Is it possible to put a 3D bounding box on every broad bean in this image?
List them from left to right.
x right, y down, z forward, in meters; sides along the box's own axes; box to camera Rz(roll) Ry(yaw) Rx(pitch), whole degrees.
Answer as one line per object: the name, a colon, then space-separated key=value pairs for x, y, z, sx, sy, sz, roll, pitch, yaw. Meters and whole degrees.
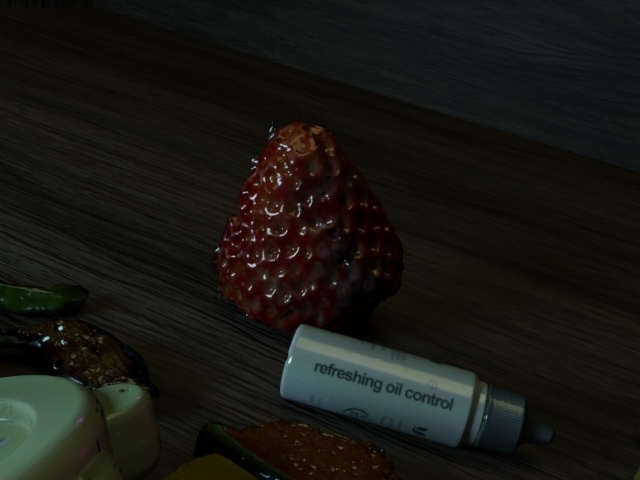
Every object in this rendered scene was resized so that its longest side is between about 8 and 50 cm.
broad bean: x=-0.378 y=0.066 z=0.980 sx=0.195 sy=0.046 sz=0.061 roll=7 pitch=11 yaw=-26

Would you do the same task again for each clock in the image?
clock: x=-0.271 y=0.193 z=0.553 sx=0.284 sy=0.114 sz=0.309 roll=-7 pitch=12 yaw=16

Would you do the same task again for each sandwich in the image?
sandwich: x=-0.010 y=0.238 z=0.743 sx=0.235 sy=0.079 sz=0.159 roll=18 pitch=12 yaw=3

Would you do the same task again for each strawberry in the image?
strawberry: x=0.013 y=0.008 z=1.053 sx=0.253 sy=0.280 sz=0.150 roll=12 pitch=23 yaw=-27

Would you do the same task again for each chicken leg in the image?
chicken leg: x=-0.289 y=0.127 z=0.882 sx=0.253 sy=0.051 sz=0.106 roll=15 pitch=27 yaw=13

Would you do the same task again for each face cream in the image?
face cream: x=0.113 y=0.179 z=0.921 sx=0.311 sy=0.092 sz=0.092 roll=16 pitch=22 yaw=5

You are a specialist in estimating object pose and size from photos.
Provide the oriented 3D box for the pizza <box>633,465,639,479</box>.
pizza: x=0.443 y=0.318 z=0.841 sx=0.181 sy=0.034 sz=0.262 roll=-5 pitch=29 yaw=-39

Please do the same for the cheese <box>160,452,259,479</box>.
cheese: x=-0.092 y=0.226 z=0.600 sx=0.126 sy=0.093 sz=0.171 roll=25 pitch=-5 yaw=28
